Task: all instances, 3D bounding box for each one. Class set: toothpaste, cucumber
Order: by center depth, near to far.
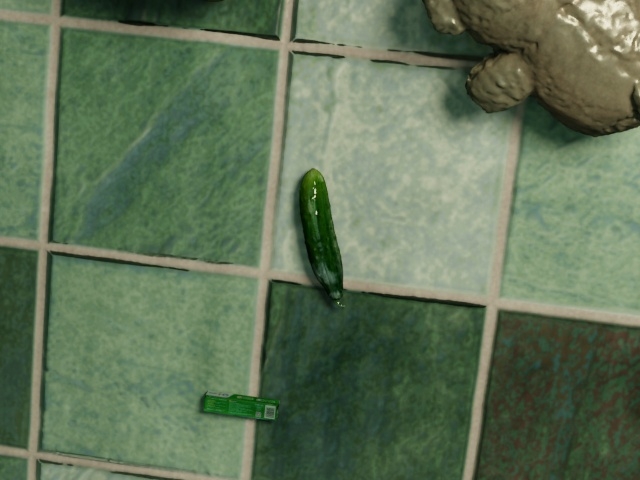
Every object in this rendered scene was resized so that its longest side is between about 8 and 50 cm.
[{"bbox_3d":[0.000,0.000,1.248,0.037,0.037,0.155,-10,100,9],"label":"cucumber"},{"bbox_3d":[-0.088,0.184,1.307,0.083,0.017,0.020,7,105,5],"label":"toothpaste"}]

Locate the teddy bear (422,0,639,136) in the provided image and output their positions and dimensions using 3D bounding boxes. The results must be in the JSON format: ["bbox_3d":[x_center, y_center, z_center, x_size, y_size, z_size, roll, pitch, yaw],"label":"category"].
[{"bbox_3d":[0.230,-0.218,1.117,0.267,0.151,0.236,39,101,-3],"label":"teddy bear"}]
